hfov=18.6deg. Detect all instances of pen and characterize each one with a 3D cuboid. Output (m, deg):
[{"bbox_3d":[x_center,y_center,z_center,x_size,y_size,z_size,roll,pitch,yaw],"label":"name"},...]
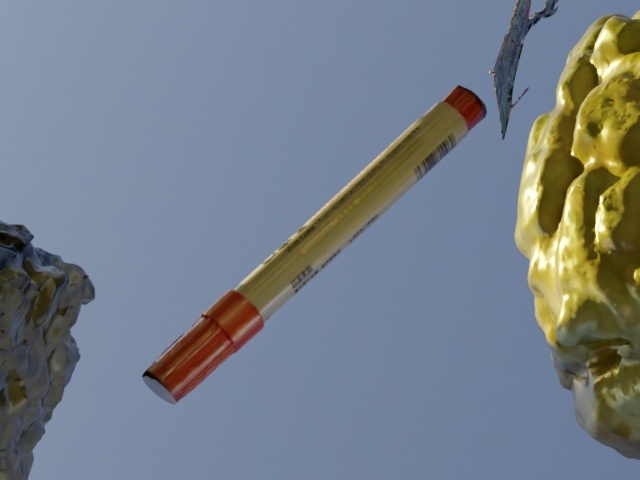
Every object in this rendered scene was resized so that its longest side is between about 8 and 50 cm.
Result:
[{"bbox_3d":[0.000,0.000,1.024,0.239,0.028,0.028,-42,-129,-19],"label":"pen"}]

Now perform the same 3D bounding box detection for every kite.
[{"bbox_3d":[0.164,-0.173,1.535,0.006,0.244,0.198,16,-65,13],"label":"kite"}]

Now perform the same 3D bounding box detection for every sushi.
[{"bbox_3d":[-0.231,0.069,1.024,0.170,0.350,0.211,18,-92,4],"label":"sushi"}]

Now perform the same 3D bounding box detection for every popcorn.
[{"bbox_3d":[0.208,-0.008,0.924,0.225,0.249,0.249,-4,-118,12],"label":"popcorn"}]
